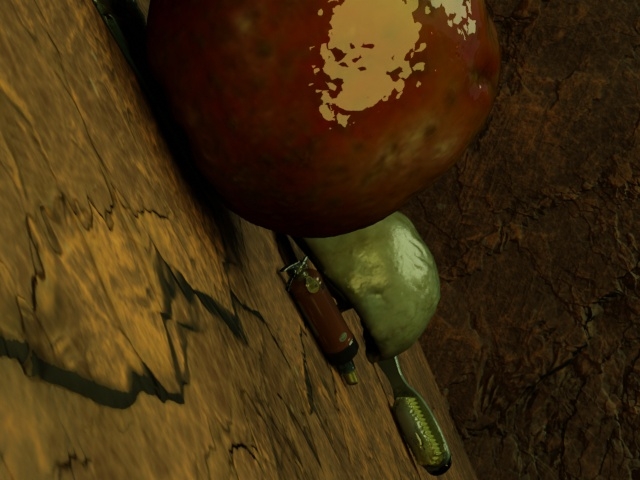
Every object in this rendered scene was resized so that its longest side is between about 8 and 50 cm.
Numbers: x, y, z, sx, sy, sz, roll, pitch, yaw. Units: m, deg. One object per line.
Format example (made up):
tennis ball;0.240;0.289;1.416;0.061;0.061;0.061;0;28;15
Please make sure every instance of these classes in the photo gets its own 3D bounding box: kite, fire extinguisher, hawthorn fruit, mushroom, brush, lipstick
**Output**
kite;-0.184;-0.205;1.444;0.368;0.014;0.406;45;21;-74
fire extinguisher;-0.005;0.090;1.723;0.062;0.050;0.177;-56;130;-37
hawthorn fruit;0.022;-0.208;1.389;0.403;0.402;0.403;-24;90;-85
mushroom;0.067;0.022;1.856;0.267;0.164;0.190;53;-8;28
brush;0.142;0.281;2.295;0.060;0.068;0.297;11;48;-57
lipstick;0.026;0.154;1.823;0.037;0.037;0.116;-87;157;-79
